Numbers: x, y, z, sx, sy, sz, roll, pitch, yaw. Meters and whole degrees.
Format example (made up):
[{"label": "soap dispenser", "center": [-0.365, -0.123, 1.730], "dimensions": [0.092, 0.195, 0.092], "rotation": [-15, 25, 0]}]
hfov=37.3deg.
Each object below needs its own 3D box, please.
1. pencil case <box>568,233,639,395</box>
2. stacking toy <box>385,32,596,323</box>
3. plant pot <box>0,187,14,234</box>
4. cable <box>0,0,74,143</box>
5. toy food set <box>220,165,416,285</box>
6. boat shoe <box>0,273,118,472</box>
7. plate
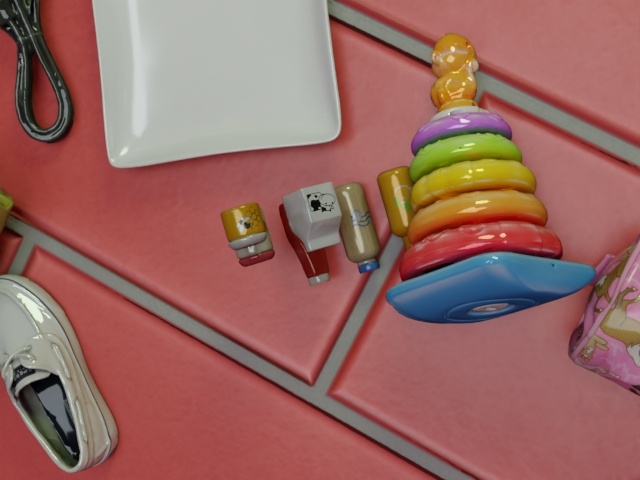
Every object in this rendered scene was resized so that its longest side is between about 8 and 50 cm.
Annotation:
[{"label": "pencil case", "center": [0.428, 0.135, 0.897], "dimensions": [0.386, 0.167, 0.160], "rotation": [29, 77, 11]}, {"label": "stacking toy", "center": [0.150, -0.075, 0.973], "dimensions": [0.165, 0.175, 0.302], "rotation": [-24, 67, 46]}, {"label": "plant pot", "center": [-0.491, 0.015, 1.074], "dimensions": [0.276, 0.276, 0.254], "rotation": [31, 87, 10]}, {"label": "cable", "center": [-0.354, -0.262, 1.134], "dimensions": [0.139, 0.072, 0.287], "rotation": [-30, 98, -5]}, {"label": "toy food set", "center": [0.000, 0.000, 0.998], "dimensions": [0.111, 0.232, 0.105], "rotation": [-19, 87, 54]}, {"label": "boat shoe", "center": [-0.328, 0.152, 1.113], "dimensions": [0.095, 0.084, 0.258], "rotation": [-37, 84, 12]}, {"label": "plate", "center": [-0.119, -0.232, 1.071], "dimensions": [0.277, 0.045, 0.277], "rotation": [-6, 90, 13]}]
